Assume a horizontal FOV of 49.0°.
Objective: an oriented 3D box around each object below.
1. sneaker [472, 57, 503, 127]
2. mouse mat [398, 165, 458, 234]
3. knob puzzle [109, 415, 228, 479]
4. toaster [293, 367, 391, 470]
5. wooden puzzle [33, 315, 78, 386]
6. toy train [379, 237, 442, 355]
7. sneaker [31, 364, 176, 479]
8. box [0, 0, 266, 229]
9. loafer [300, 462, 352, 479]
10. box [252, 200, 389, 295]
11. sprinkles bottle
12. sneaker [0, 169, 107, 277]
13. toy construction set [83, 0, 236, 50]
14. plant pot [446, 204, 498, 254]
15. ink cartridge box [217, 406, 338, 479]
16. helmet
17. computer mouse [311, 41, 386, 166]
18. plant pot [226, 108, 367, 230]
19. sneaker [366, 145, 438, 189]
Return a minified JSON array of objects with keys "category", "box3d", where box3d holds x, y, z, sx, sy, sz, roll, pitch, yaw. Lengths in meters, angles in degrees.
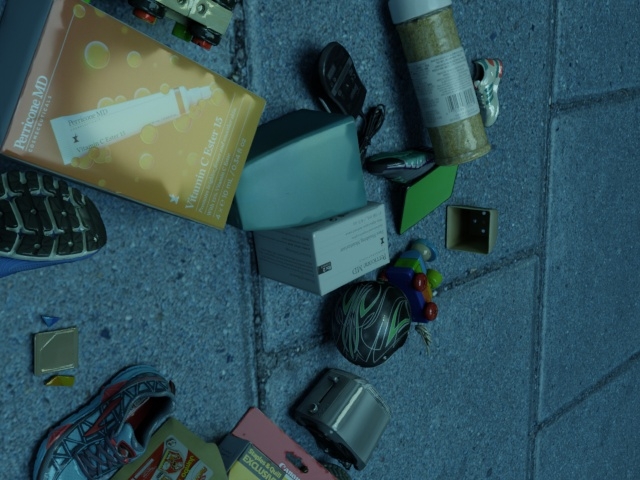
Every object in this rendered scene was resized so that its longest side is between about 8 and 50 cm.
[{"category":"sneaker","box3d":[0.380,-0.349,1.653,0.075,0.057,0.161,-2,103,-26]},{"category":"mouse mat","box3d":[0.243,-0.105,1.561,0.190,0.007,0.152,-36,149,-28]},{"category":"knob puzzle","box3d":[-0.241,0.424,1.189,0.213,0.213,0.030,-45,159,-26]},{"category":"toaster","box3d":[0.057,0.375,1.477,0.146,0.129,0.227,-53,129,-23]},{"category":"wooden puzzle","box3d":[-0.405,0.170,1.075,0.079,0.014,0.116,3,99,-48]},{"category":"toy train","box3d":[0.236,0.127,1.610,0.143,0.105,0.248,-52,131,-38]},{"category":"sneaker","box3d":[-0.334,0.308,1.097,0.262,0.125,0.104,-49,128,-23]},{"category":"box","box3d":[-0.281,-0.171,0.996,0.345,0.168,0.215,20,87,-44]},{"category":"loafer","box3d":[-0.046,0.546,1.465,0.251,0.094,0.087,-14,135,-30]},{"category":"box","box3d":[0.000,0.000,1.291,0.181,0.182,0.119,-24,115,-37]},{"category":"sprinkles bottle","box3d":[0.244,-0.334,1.430,0.121,0.121,0.355,-29,108,-35]},{"category":"sneaker","box3d":[-0.448,-0.001,0.905,0.330,0.147,0.129,-3,65,-27]},{"category":"toy construction set","box3d":[-0.239,-0.367,0.976,0.328,0.215,0.151,-9,123,-46]},{"category":"plant pot","box3d":[0.375,-0.035,1.690,0.096,0.109,0.109,-21,115,-51]},{"category":"ink cartridge box","box3d":[-0.085,0.510,1.305,0.309,0.130,0.272,44,68,-15]},{"category":"helmet","box3d":[0.099,0.169,1.442,0.161,0.169,0.169,-26,118,-54]},{"category":"computer mouse","box3d":[0.028,-0.243,1.345,0.262,0.060,0.184,42,67,-53]},{"category":"plant pot","box3d":[-0.071,-0.114,1.220,0.234,0.166,0.165,-23,116,-28]},{"category":"sneaker","box3d":[0.184,-0.139,1.499,0.224,0.083,0.098,-15,115,-41]}]
